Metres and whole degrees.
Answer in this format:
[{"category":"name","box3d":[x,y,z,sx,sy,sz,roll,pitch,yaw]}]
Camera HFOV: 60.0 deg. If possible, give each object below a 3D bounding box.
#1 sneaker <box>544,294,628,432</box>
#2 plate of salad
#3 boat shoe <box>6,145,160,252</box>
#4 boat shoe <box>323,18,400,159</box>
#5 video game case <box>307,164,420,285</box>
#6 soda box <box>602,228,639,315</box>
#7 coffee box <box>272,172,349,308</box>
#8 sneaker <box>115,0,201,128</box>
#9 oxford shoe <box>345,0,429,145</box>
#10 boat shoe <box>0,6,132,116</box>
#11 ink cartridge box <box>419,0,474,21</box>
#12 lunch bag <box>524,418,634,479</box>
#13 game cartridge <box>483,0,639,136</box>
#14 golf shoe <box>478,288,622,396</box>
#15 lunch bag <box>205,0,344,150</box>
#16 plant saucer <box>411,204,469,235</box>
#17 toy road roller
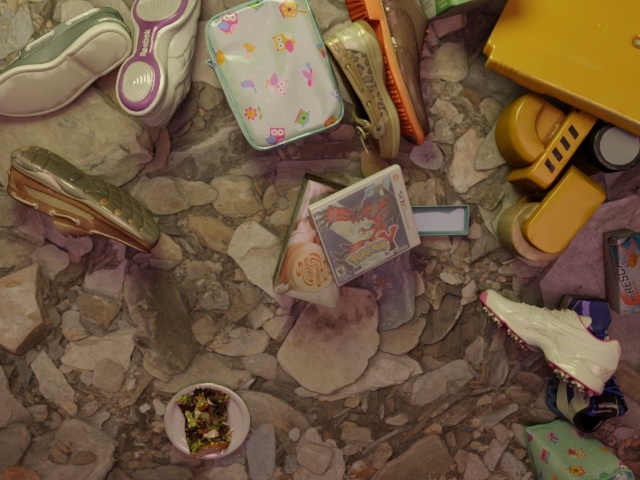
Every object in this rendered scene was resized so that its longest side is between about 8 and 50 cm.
[{"category":"sneaker","box3d":[0.605,0.290,1.222,0.128,0.182,0.315,1,104,-4]},{"category":"plate of salad","box3d":[-0.264,0.425,1.285,0.200,0.048,0.199,0,104,-2]},{"category":"boat shoe","box3d":[-0.480,-0.063,1.124,0.324,0.123,0.116,32,108,-3]},{"category":"boat shoe","box3d":[0.081,-0.271,1.064,0.089,0.104,0.285,-28,126,-9]},{"category":"video game case","box3d":[0.092,-0.028,1.100,0.201,0.023,0.183,-27,118,-12]},{"category":"soda box","box3d":[0.673,0.070,1.230,0.058,0.063,0.183,-11,105,0]},{"category":"coffee box","box3d":[0.000,0.000,1.162,0.141,0.098,0.246,17,103,-9]},{"category":"sneaker","box3d":[-0.298,-0.360,1.060,0.114,0.152,0.305,15,81,9]},{"category":"oxford shoe","box3d":[0.163,-0.364,1.069,0.133,0.130,0.363,-25,110,-10]},{"category":"boat shoe","box3d":[-0.508,-0.344,1.071,0.320,0.116,0.099,-25,61,11]},{"category":"ink cartridge box","box3d":[0.228,-0.553,0.980,0.117,0.201,0.278,-16,104,1]},{"category":"lunch bag","box3d":[0.597,0.580,1.273,0.160,0.223,0.262,-15,105,-5]},{"category":"game cartridge","box3d":[0.488,-0.376,0.997,0.324,0.052,0.285,27,83,7]},{"category":"golf shoe","box3d":[0.485,0.188,1.183,0.306,0.115,0.140,40,90,26]},{"category":"lunch bag","box3d":[-0.092,-0.326,1.072,0.224,0.108,0.279,-20,104,4]},{"category":"plant saucer","box3d":[0.225,-0.044,1.205,0.192,0.018,0.067,-1,104,-3]},{"category":"toy road roller","box3d":[0.433,-0.143,1.103,0.241,0.202,0.329,35,95,2]}]
